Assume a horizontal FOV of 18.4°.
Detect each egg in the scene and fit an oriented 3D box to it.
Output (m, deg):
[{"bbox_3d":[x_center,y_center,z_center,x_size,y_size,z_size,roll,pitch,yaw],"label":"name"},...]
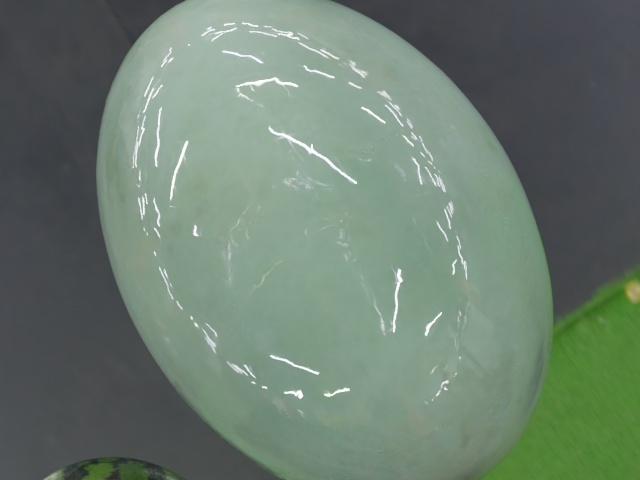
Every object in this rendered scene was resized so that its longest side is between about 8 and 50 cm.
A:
[{"bbox_3d":[0.000,0.000,1.336,0.276,0.276,0.389,-36,73,4],"label":"egg"}]

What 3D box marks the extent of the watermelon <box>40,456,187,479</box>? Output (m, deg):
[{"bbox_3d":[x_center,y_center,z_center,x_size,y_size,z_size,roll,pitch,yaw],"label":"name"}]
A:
[{"bbox_3d":[-0.227,0.372,2.107,0.285,0.285,0.285,-7,67,18],"label":"watermelon"}]
